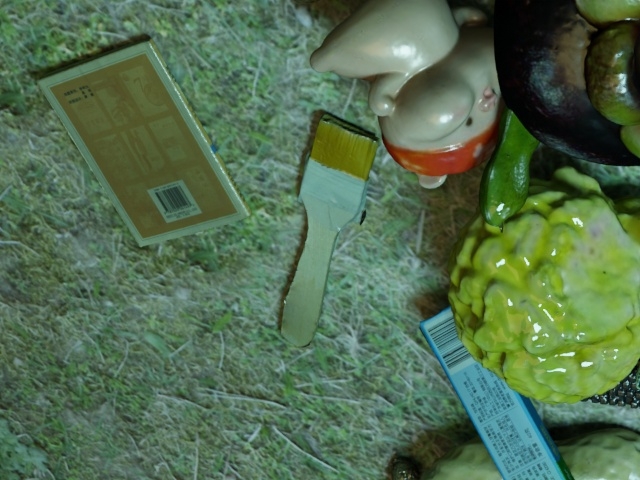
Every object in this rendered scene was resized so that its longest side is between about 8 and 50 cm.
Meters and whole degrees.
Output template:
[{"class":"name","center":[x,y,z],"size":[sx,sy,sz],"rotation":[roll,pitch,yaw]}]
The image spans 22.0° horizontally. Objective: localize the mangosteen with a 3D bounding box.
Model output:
[{"class":"mangosteen","center":[0.269,-0.190,1.432],"size":[0.233,0.287,0.287],"rotation":[9,127,15]}]

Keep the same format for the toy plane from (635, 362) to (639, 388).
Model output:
[{"class":"toy plane","center":[0.366,0.110,1.770],"size":[0.102,0.040,0.111],"rotation":[25,112,9]}]

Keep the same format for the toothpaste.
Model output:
[{"class":"toothpaste","center":[0.201,0.192,1.823],"size":[0.065,0.050,0.266],"rotation":[-31,80,13]}]

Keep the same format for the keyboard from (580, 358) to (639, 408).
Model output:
[{"class":"keyboard","center":[0.338,0.155,1.833],"size":[0.231,0.023,0.072],"rotation":[6,123,22]}]

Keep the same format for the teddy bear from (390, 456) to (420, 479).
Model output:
[{"class":"teddy bear","center":[0.113,0.356,2.049],"size":[0.119,0.078,0.160],"rotation":[18,128,8]}]

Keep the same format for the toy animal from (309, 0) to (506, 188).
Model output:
[{"class":"toy animal","center":[0.106,-0.160,1.626],"size":[0.197,0.171,0.171],"rotation":[48,129,-9]}]

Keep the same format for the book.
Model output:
[{"class":"book","center":[-0.203,-0.109,1.899],"size":[0.170,0.018,0.241],"rotation":[-14,117,31]}]

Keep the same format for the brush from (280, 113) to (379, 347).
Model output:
[{"class":"brush","center":[0.000,0.000,1.881],"size":[0.085,0.020,0.336],"rotation":[23,131,8]}]

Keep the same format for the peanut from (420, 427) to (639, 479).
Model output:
[{"class":"peanut","center":[0.258,0.281,1.896],"size":[0.290,0.130,0.130],"rotation":[-4,122,20]}]

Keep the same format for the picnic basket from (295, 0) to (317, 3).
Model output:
[{"class":"picnic basket","center":[0.001,-0.279,1.643],"size":[0.072,0.072,0.083],"rotation":[48,142,-13]}]

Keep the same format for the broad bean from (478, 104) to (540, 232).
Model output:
[{"class":"broad bean","center":[0.207,-0.132,1.592],"size":[0.052,0.256,0.053],"rotation":[22,178,-15]}]

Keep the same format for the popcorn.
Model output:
[{"class":"popcorn","center":[0.245,0.049,1.685],"size":[0.259,0.259,0.212],"rotation":[50,153,-14]}]
